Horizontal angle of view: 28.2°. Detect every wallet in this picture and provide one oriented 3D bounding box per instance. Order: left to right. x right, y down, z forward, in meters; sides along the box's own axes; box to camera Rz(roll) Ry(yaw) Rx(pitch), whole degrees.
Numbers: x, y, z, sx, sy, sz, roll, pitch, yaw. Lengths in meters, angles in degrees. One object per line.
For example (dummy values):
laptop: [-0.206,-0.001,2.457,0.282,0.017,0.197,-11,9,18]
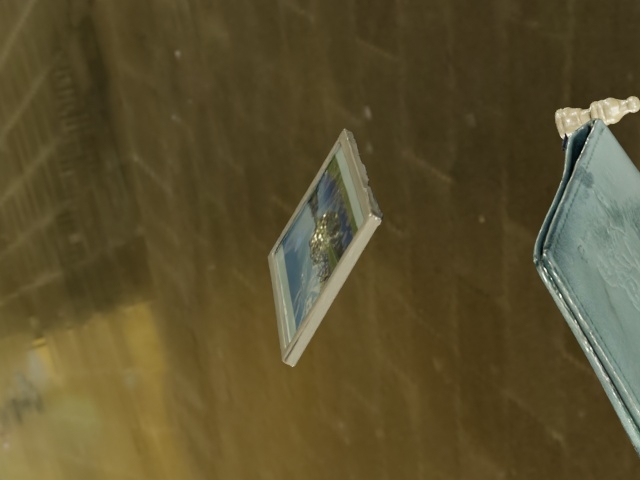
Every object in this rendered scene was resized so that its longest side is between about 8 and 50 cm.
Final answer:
wallet: [0.290,0.043,1.215,0.054,0.290,0.251,-24,108,35]

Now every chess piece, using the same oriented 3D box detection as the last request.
chess piece: [0.307,-0.139,1.398,0.092,0.035,0.035,-15,92,33]

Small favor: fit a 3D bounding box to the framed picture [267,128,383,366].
framed picture: [0.000,0.000,0.806,0.109,0.011,0.149,-59,18,18]
